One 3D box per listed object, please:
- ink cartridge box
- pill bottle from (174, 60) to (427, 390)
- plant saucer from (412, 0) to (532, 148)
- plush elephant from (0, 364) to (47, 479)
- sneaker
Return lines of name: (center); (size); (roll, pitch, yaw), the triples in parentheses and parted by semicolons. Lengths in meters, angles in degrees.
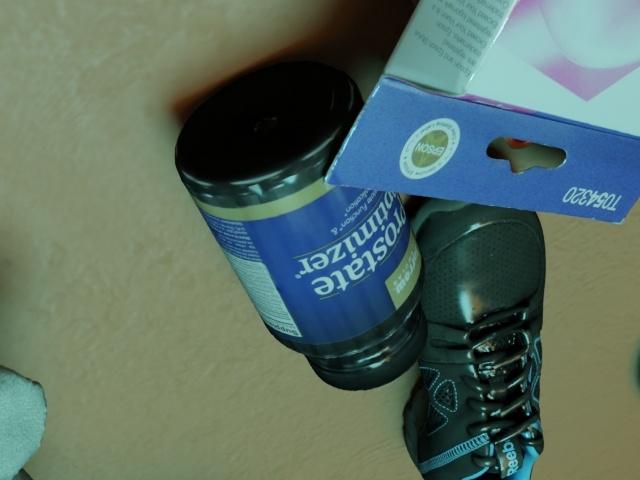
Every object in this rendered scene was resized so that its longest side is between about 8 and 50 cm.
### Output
ink cartridge box: (0.203, -0.136, 0.564); (0.324, 0.071, 0.330); (4, 123, -42)
pill bottle: (0.000, 0.000, 0.651); (0.123, 0.123, 0.219); (-27, 131, -1)
plant saucer: (0.165, -0.221, 0.603); (0.259, 0.048, 0.258); (-37, 130, 8)
plush elephant: (-0.288, 0.172, 0.585); (0.255, 0.330, 0.272); (-8, 122, -40)
sneaker: (0.139, 0.103, 0.775); (0.125, 0.140, 0.341); (-14, 127, -9)
